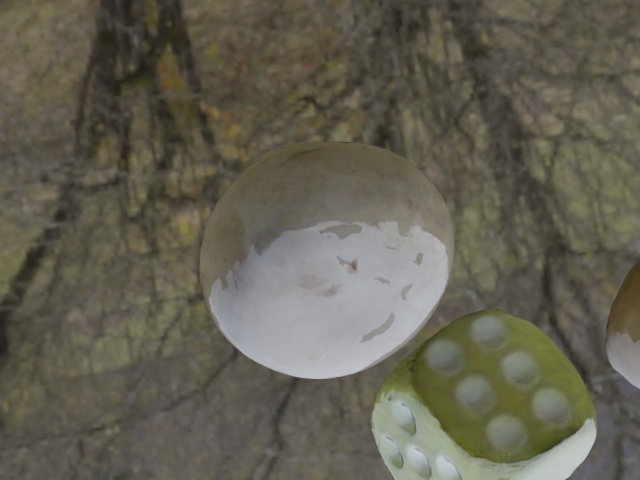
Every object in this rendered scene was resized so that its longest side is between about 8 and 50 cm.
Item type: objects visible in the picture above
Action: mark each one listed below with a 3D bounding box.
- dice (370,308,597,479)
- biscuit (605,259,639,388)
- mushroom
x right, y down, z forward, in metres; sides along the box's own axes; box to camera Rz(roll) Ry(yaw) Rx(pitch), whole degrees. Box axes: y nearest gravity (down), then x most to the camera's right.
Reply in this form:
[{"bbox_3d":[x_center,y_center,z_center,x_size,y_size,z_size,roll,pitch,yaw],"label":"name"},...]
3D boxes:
[{"bbox_3d":[0.164,0.186,1.345,0.166,0.169,0.169,-27,152,-26],"label":"dice"},{"bbox_3d":[0.210,0.030,0.458,0.320,0.183,0.047,16,-165,-44],"label":"biscuit"},{"bbox_3d":[0.000,0.000,1.058,0.204,0.204,0.204,-10,171,-2],"label":"mushroom"}]
